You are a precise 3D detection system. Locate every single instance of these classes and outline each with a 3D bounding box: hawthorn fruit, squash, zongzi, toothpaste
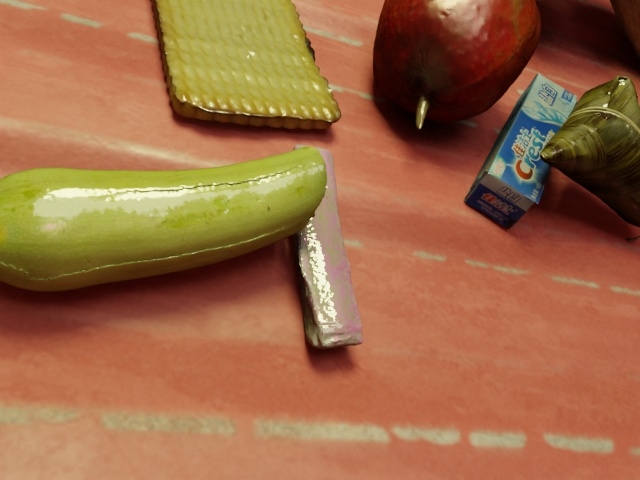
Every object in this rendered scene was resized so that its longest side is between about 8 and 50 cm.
[{"bbox_3d":[0.141,-0.216,0.655,0.190,0.189,0.251,32,66,1],"label":"hawthorn fruit"},{"bbox_3d":[-0.110,-0.019,0.413,0.250,0.083,0.083,-11,59,-26],"label":"squash"},{"bbox_3d":[0.315,-0.059,0.628,0.184,0.084,0.187,-42,103,-36],"label":"zongzi"},{"bbox_3d":[0.248,-0.117,0.695,0.066,0.053,0.272,35,47,4],"label":"toothpaste"}]

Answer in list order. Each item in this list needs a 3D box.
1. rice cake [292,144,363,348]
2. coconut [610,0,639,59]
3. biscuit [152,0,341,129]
[{"bbox_3d":[0.000,0.000,0.491,0.047,0.036,0.206,3,52,-12],"label":"rice cake"},{"bbox_3d":[0.656,-0.456,0.982,0.353,0.352,0.352,13,49,-16],"label":"coconut"},{"bbox_3d":[-0.088,-0.213,0.625,0.172,0.029,0.254,0,54,-27],"label":"biscuit"}]
